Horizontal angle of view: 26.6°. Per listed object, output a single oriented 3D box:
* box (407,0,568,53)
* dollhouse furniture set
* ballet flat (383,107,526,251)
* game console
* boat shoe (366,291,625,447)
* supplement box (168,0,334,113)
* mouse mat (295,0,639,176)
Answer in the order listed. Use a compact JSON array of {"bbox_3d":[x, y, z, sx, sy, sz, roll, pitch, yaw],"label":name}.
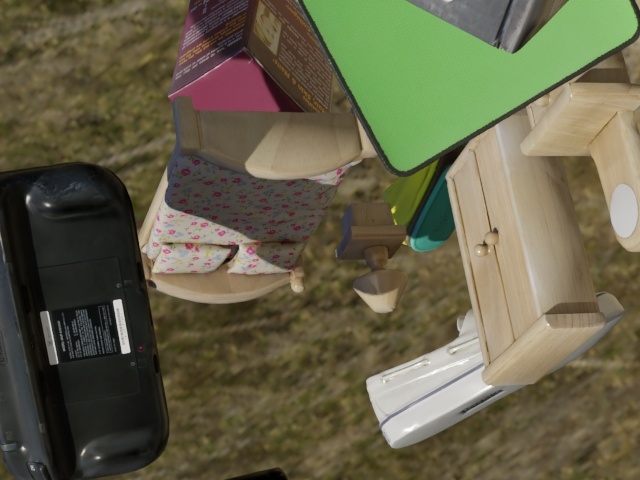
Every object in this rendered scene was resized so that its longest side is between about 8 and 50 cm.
[{"bbox_3d":[-0.027,-0.303,0.539,0.395,0.318,0.097,32,-132,15],"label":"box"},{"bbox_3d":[0.000,0.000,0.910,0.303,0.356,0.173,122,143,-59],"label":"dollhouse furniture set"},{"bbox_3d":[0.115,-0.090,1.107,0.077,0.231,0.077,0,-132,-36],"label":"ballet flat"},{"bbox_3d":[-0.129,0.127,0.841,0.044,0.213,0.361,-134,35,-69],"label":"game console"},{"bbox_3d":[0.168,0.109,1.346,0.096,0.267,0.088,22,-141,-63],"label":"boat shoe"},{"bbox_3d":[-0.048,-0.158,1.088,0.104,0.081,0.188,44,-146,-32],"label":"supplement box"},{"bbox_3d":[0.090,-0.145,0.819,0.152,0.190,0.007,61,173,-15],"label":"mouse mat"}]
